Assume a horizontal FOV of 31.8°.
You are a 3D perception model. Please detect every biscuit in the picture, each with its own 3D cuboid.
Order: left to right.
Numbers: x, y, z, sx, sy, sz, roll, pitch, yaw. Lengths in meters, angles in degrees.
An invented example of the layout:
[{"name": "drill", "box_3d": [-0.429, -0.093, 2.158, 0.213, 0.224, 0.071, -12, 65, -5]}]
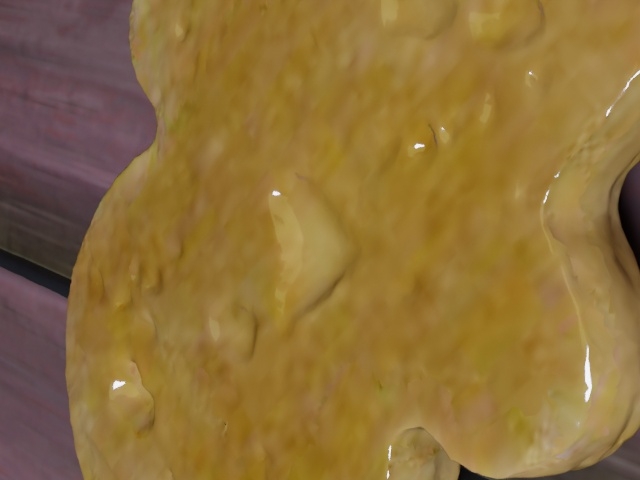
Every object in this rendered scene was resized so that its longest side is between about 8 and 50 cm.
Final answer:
[{"name": "biscuit", "box_3d": [0.002, 0.000, 0.422, 0.275, 0.052, 0.355, 45, 122, 36]}]
